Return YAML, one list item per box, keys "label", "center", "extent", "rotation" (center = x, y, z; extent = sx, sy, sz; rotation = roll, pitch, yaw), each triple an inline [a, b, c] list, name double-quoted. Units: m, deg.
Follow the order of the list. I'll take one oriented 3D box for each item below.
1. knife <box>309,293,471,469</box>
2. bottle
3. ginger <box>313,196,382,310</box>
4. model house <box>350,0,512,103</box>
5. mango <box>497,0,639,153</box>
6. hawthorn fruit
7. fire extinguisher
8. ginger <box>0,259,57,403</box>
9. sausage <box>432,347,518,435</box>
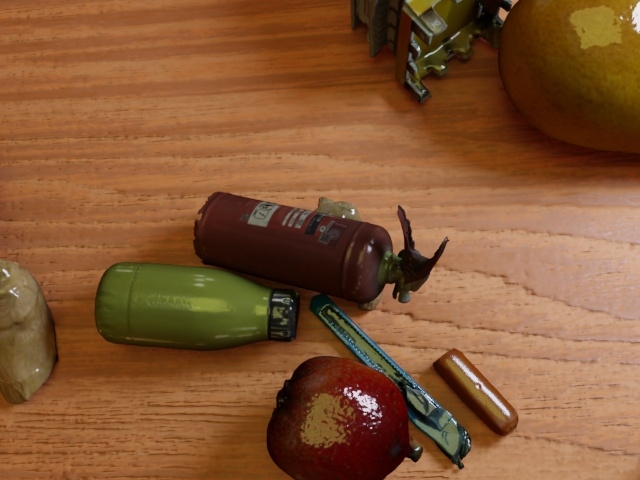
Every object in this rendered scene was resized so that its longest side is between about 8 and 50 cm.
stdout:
- label: "knife"
  center: [0.090, 0.180, 0.938]
  extent: [0.296, 0.026, 0.044]
  rotation: [43, 92, 15]
- label: "bottle"
  center: [-0.158, 0.091, 0.939]
  extent: [0.260, 0.112, 0.112]
  rotation: [4, 72, 6]
- label: "ginger"
  center: [0.044, 0.012, 0.984]
  extent: [0.069, 0.051, 0.173]
  rotation: [-30, 71, -2]
- label: "model house"
  center: [0.150, -0.359, 1.005]
  extent: [0.198, 0.224, 0.215]
  rotation: [-38, 74, -8]
- label: "mango"
  center: [0.426, -0.238, 0.954]
  extent: [0.378, 0.221, 0.264]
  rotation: [23, 83, -3]
- label: "hawthorn fruit"
  center: [0.031, 0.232, 0.858]
  extent: [0.188, 0.169, 0.169]
  rotation: [29, 76, 1]
- label: "fire extinguisher"
  center: [0.000, 0.000, 0.906]
  extent: [0.336, 0.147, 0.106]
  rotation: [12, 44, 22]
- label: "ginger"
  center: [-0.419, 0.118, 0.953]
  extent: [0.115, 0.122, 0.193]
  rotation: [-19, 76, -23]
- label: "sausage"
  center: [0.203, 0.197, 0.916]
  extent: [0.039, 0.041, 0.131]
  rotation: [-35, 72, -30]
